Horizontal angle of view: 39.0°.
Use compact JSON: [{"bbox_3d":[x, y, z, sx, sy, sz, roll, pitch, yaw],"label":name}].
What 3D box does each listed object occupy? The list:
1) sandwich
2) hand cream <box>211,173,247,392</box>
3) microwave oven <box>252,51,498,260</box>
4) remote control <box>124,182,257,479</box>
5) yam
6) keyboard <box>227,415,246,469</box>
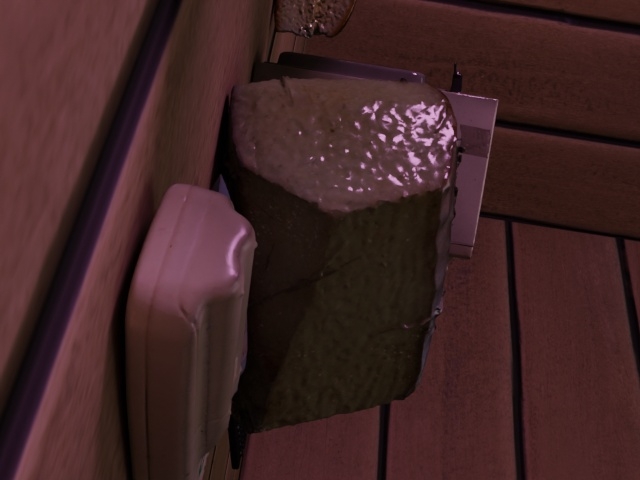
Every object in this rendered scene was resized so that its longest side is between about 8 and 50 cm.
[{"bbox_3d":[0.006,-0.351,1.058,0.096,0.094,0.258,109,-11,-58],"label":"sandwich"},{"bbox_3d":[-0.071,0.042,0.603,0.065,0.043,0.170,-91,-176,-50],"label":"hand cream"},{"bbox_3d":[0.043,-0.089,0.938,0.145,0.240,0.194,-106,-156,-89],"label":"microwave oven"},{"bbox_3d":[-0.067,0.070,0.463,0.230,0.049,0.090,103,-2,-52],"label":"remote control"},{"bbox_3d":[0.001,-0.004,0.746,0.271,0.202,0.201,98,-22,-47],"label":"yam"},{"bbox_3d":[-0.102,0.184,1.049,0.381,0.041,0.103,100,-2,-45],"label":"keyboard"}]
